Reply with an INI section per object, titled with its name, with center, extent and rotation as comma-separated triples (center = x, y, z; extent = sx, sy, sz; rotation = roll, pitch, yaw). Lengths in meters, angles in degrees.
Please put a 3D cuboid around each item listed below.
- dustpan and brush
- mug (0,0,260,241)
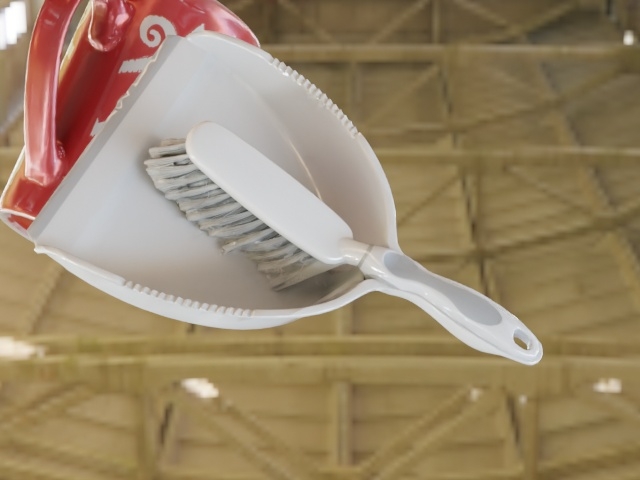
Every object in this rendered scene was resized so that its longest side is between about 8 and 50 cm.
[dustpan and brush]
center = 0.000, 0.000, 0.734
extent = 0.211, 0.060, 0.147
rotation = 36, -126, -8
[mug]
center = -0.137, -0.079, 1.042
extent = 0.150, 0.169, 0.113
rotation = 32, 166, -29
